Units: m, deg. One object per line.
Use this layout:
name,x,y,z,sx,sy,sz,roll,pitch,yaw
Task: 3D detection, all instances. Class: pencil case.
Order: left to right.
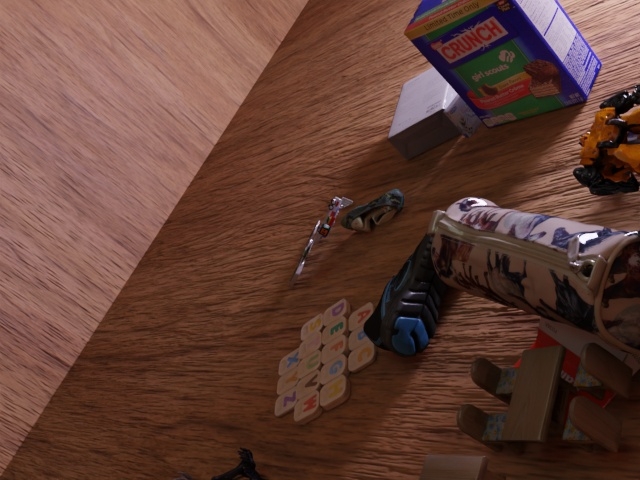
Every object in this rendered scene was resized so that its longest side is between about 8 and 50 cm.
pencil case,0.320,0.033,1.057,0.160,0.183,0.410,-56,25,-6

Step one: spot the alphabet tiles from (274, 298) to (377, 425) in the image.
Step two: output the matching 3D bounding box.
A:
alphabet tiles,0.005,0.251,1.541,0.278,0.021,0.284,-35,28,25

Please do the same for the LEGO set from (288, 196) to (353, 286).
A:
LEGO set,0.000,0.000,1.818,0.183,0.060,0.244,-67,5,-34

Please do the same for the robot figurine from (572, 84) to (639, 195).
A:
robot figurine,0.548,-0.156,1.176,0.291,0.085,0.211,11,73,60

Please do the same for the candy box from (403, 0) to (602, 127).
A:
candy box,0.382,-0.405,1.528,0.268,0.317,0.122,-9,45,53

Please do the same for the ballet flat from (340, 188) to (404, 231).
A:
ballet flat,0.122,-0.058,1.747,0.188,0.070,0.070,-32,30,36

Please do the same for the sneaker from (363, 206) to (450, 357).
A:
sneaker,0.196,0.059,1.396,0.341,0.125,0.139,-53,21,-16

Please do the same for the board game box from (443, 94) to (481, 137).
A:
board game box,0.345,-0.304,1.707,0.090,0.090,0.020,-51,26,-8

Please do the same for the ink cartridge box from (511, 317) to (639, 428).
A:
ink cartridge box,0.385,0.144,1.067,0.232,0.066,0.189,-44,26,-1

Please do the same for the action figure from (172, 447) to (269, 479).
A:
action figure,-0.232,0.520,1.401,0.275,0.141,0.164,-44,27,1

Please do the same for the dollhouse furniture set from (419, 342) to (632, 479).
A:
dollhouse furniture set,0.256,0.243,0.968,0.212,0.161,0.242,-23,38,56

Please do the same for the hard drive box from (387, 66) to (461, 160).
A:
hard drive box,0.283,-0.340,1.854,0.181,0.089,0.232,-24,35,40
